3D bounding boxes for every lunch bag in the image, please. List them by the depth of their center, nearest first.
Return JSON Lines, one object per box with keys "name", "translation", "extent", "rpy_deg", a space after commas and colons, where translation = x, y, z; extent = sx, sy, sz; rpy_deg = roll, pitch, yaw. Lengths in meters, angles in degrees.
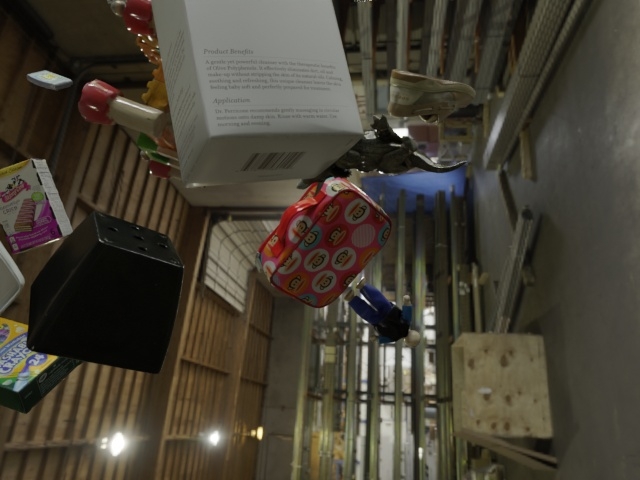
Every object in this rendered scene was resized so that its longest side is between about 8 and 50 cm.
{"name": "lunch bag", "translation": [0.000, 0.000, 1.143], "extent": [0.258, 0.293, 0.120], "rpy_deg": [33, -169, -45]}

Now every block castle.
{"name": "block castle", "translation": [-0.368, -0.334, 1.193], "extent": [0.453, 0.212, 0.303], "rpy_deg": [78, -147, -80]}

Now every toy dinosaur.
{"name": "toy dinosaur", "translation": [0.100, -0.164, 0.913], "extent": [0.160, 0.313, 0.121], "rpy_deg": [35, -129, -79]}

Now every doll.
{"name": "doll", "translation": [0.146, 0.164, 1.097], "extent": [0.129, 0.189, 0.046], "rpy_deg": [-47, 2, 9]}

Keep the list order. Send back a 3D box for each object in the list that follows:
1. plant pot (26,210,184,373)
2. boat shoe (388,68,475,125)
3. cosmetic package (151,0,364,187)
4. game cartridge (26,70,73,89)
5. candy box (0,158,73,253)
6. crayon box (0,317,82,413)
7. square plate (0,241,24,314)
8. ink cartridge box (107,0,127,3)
{"name": "plant pot", "translation": [-0.313, 0.065, 0.764], "extent": [0.167, 0.188, 0.187], "rpy_deg": [-62, 34, 9]}
{"name": "boat shoe", "translation": [0.244, -0.310, 1.110], "extent": [0.302, 0.109, 0.098], "rpy_deg": [-13, -58, -50]}
{"name": "cosmetic package", "translation": [-0.095, -0.268, 0.625], "extent": [0.155, 0.196, 0.366], "rpy_deg": [-31, 68, 61]}
{"name": "game cartridge", "translation": [-0.597, -0.352, 1.101], "extent": [0.056, 0.083, 0.017], "rpy_deg": [-53, -21, -50]}
{"name": "candy box", "translation": [-0.828, -0.097, 1.425], "extent": [0.071, 0.159, 0.234], "rpy_deg": [-78, -32, -84]}
{"name": "crayon box", "translation": [-0.832, 0.313, 1.318], "extent": [0.203, 0.322, 0.083], "rpy_deg": [-56, -28, -57]}
{"name": "square plate", "translation": [-0.738, 0.048, 0.996], "extent": [0.344, 0.347, 0.049], "rpy_deg": [52, -155, 7]}
{"name": "ink cartridge box", "translation": [-0.430, -0.605, 1.130], "extent": [0.150, 0.063, 0.109], "rpy_deg": [-40, -69, -50]}
